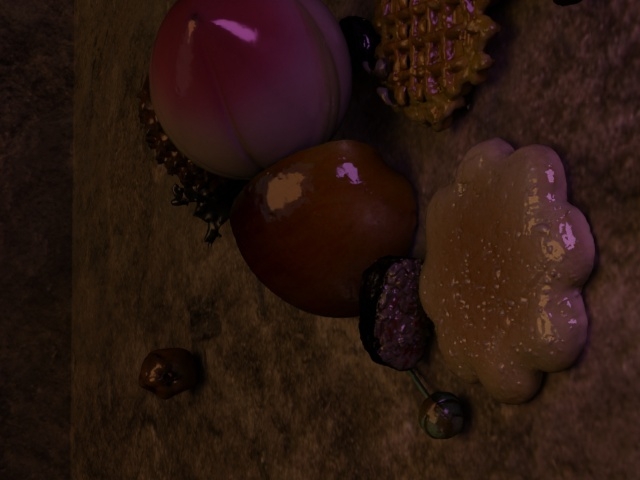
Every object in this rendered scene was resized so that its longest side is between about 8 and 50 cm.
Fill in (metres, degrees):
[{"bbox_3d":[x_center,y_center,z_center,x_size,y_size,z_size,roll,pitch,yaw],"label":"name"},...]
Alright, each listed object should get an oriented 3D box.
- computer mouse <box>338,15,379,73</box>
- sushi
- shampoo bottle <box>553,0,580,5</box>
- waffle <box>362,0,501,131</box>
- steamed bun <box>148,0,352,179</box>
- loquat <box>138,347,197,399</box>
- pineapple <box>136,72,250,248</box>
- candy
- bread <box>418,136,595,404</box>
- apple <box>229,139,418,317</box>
[{"bbox_3d":[0.058,-0.295,1.457,0.135,0.047,0.079,-134,39,-63],"label":"computer mouse"},{"bbox_3d":[0.100,0.095,1.302,0.078,0.090,0.151,9,93,61],"label":"sushi"},{"bbox_3d":[0.234,-0.361,1.082,0.153,0.071,0.284,-57,43,46],"label":"shampoo bottle"},{"bbox_3d":[0.147,-0.281,1.265,0.262,0.060,0.281,-61,38,41],"label":"waffle"},{"bbox_3d":[-0.111,-0.244,1.374,0.309,0.309,0.310,-7,82,63],"label":"steamed bun"},{"bbox_3d":[-0.329,0.288,2.112,0.137,0.137,0.113,-13,74,63],"label":"loquat"},{"bbox_3d":[-0.197,-0.150,1.779,0.223,0.222,0.357,-122,17,-48],"label":"pineapple"},{"bbox_3d":[0.133,0.191,1.286,0.202,0.061,0.061,-124,43,-62],"label":"candy"},{"bbox_3d":[0.202,0.035,1.142,0.316,0.054,0.316,-4,86,62],"label":"bread"},{"bbox_3d":[0.000,0.000,1.439,0.254,0.179,0.346,43,140,6],"label":"apple"}]
